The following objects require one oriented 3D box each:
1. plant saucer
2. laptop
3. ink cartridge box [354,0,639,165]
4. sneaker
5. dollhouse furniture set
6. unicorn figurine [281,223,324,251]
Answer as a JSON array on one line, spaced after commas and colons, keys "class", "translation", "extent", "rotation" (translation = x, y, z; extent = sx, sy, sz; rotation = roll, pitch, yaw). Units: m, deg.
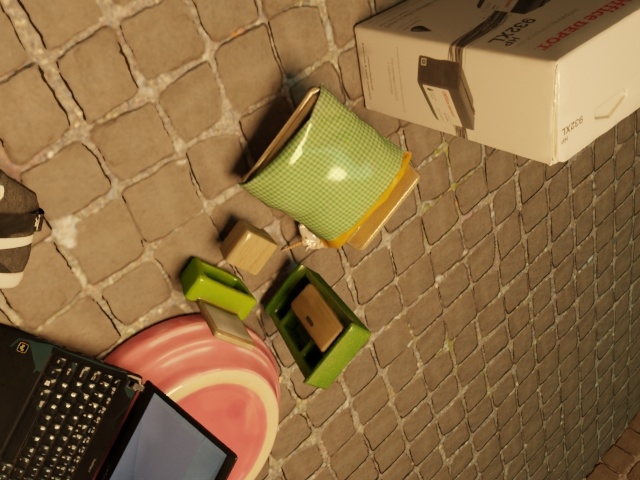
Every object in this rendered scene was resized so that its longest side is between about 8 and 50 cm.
[{"class": "plant saucer", "translation": [-0.179, 0.264, 0.886], "extent": [0.332, 0.084, 0.332], "rotation": [-19, 122, -34]}, {"class": "laptop", "translation": [-0.266, 0.255, 0.697], "extent": [0.264, 0.136, 0.234], "rotation": [27, 91, -21]}, {"class": "ink cartridge box", "translation": [0.231, -0.234, 0.850], "extent": [0.223, 0.307, 0.129], "rotation": [-33, 130, -27]}, {"class": "sneaker", "translation": [-0.354, -0.033, 0.588], "extent": [0.217, 0.079, 0.121], "rotation": [17, 95, -54]}, {"class": "dollhouse furniture set", "translation": [0.000, 0.000, 0.806], "extent": [0.197, 0.151, 0.301], "rotation": [29, 104, -39]}, {"class": "unicorn figurine", "translation": [0.018, -0.054, 0.924], "extent": [0.162, 0.060, 0.111], "rotation": [-25, 121, -28]}]
